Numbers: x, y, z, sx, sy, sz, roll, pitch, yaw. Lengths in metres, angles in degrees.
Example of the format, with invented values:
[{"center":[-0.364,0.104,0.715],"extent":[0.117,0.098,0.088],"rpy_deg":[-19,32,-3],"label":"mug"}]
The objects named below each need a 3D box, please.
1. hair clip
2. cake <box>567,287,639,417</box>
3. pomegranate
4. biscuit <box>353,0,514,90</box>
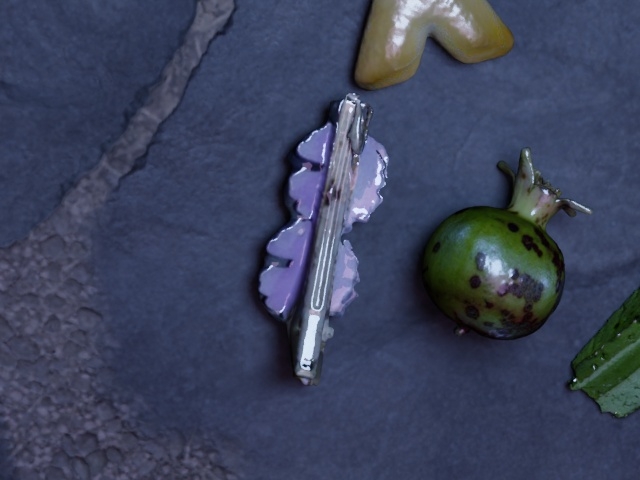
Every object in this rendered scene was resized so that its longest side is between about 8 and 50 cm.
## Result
[{"center":[0.000,0.000,1.484],"extent":[0.106,0.084,0.292],"rpy_deg":[10,99,-7],"label":"hair clip"},{"center":[0.364,0.081,1.587],"extent":[0.100,0.099,0.235],"rpy_deg":[40,117,-18],"label":"cake"},{"center":[0.178,0.015,1.493],"extent":[0.148,0.148,0.169],"rpy_deg":[45,69,-17],"label":"pomegranate"},{"center":[0.089,-0.254,1.440],"extent":[0.164,0.047,0.208],"rpy_deg":[-16,107,-6],"label":"biscuit"}]
